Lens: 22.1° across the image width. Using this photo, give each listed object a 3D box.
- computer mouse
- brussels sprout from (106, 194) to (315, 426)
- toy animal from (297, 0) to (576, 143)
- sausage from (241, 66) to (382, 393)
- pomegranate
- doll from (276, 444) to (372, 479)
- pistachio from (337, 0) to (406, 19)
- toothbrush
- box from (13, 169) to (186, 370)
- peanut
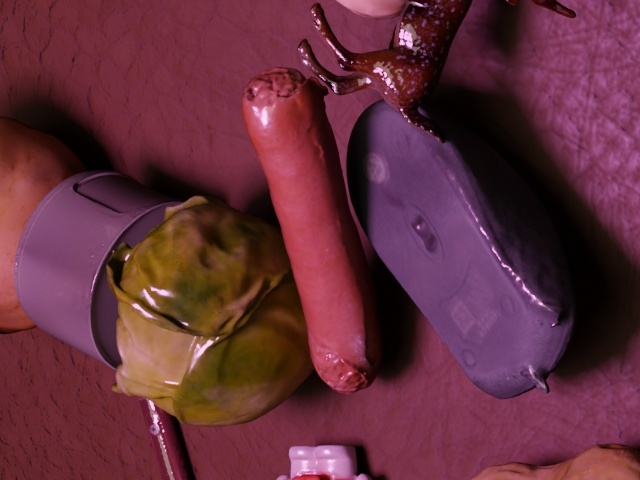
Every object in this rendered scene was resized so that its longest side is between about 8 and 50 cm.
[{"bbox_3d":[0.164,0.002,1.738,0.371,0.122,0.188,59,144,23],"label":"computer mouse"},{"bbox_3d":[-0.126,0.086,1.921,0.227,0.294,0.259,40,122,43],"label":"brussels sprout"},{"bbox_3d":[0.128,-0.233,1.670,0.260,0.087,0.243,22,107,4],"label":"toy animal"},{"bbox_3d":[0.000,0.000,1.798,0.094,0.094,0.419,44,154,54],"label":"sausage"},{"bbox_3d":[-0.440,-0.004,2.158,0.319,0.319,0.319,11,107,39],"label":"pomegranate"},{"bbox_3d":[0.008,0.392,1.967,0.161,0.130,0.290,-6,81,29],"label":"doll"},{"bbox_3d":[0.031,-0.323,1.772,0.200,0.145,0.117,45,127,26],"label":"pistachio"},{"bbox_3d":[-0.221,0.220,2.192,0.041,0.041,0.364,-17,88,42],"label":"toothbrush"},{"bbox_3d":[-0.253,0.036,2.051,0.149,0.226,0.226,23,114,35],"label":"box"},{"bbox_3d":[0.231,0.300,1.744,0.319,0.147,0.147,-34,77,44],"label":"peanut"}]
